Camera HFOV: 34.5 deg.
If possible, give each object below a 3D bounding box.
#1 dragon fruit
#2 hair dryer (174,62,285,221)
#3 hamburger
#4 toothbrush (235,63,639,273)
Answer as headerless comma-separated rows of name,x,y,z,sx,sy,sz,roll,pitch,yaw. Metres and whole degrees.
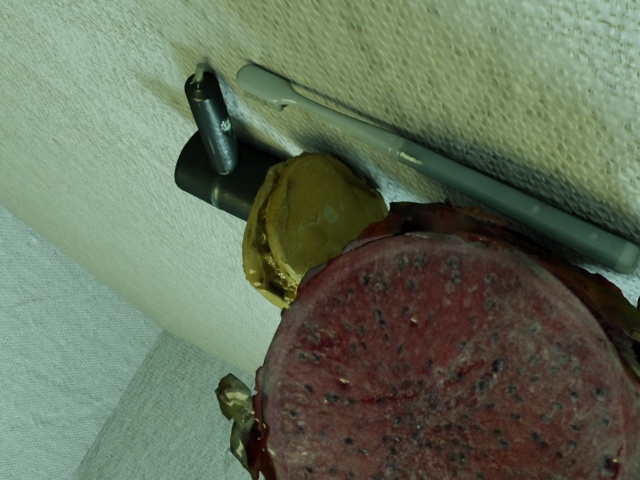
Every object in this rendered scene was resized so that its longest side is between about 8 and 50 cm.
dragon fruit,0.122,0.132,0.825,0.314,0.296,0.263,36,-171,12
hair dryer,-0.085,-0.093,0.962,0.124,0.071,0.219,24,157,19
hamburger,0.000,0.000,0.921,0.138,0.147,0.083,30,150,-28
toothbrush,0.081,-0.058,0.786,0.342,0.025,0.030,26,168,17
